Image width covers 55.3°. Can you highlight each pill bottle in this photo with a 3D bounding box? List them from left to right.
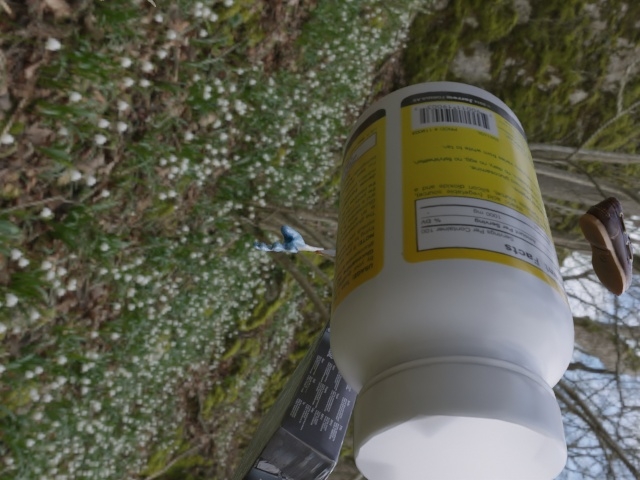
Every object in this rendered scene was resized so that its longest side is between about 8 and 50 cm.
[{"bbox_3d":[0.104,0.030,0.523,0.188,0.188,0.334,113,-13,-46],"label":"pill bottle"}]

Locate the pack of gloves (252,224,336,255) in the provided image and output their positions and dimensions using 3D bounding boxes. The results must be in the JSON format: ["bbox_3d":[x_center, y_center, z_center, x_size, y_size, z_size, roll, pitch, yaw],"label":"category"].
[{"bbox_3d":[0.000,0.000,1.048,0.232,0.195,0.046,0,93,-78],"label":"pack of gloves"}]

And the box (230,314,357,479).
[{"bbox_3d":[-0.040,0.260,0.807,0.242,0.077,0.307,-58,178,20],"label":"box"}]

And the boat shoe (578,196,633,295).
[{"bbox_3d":[0.535,0.013,1.109,0.073,0.073,0.207,40,-15,54],"label":"boat shoe"}]

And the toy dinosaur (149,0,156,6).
[{"bbox_3d":[-0.370,-0.467,1.070,0.053,0.183,0.092,26,-68,28],"label":"toy dinosaur"}]
